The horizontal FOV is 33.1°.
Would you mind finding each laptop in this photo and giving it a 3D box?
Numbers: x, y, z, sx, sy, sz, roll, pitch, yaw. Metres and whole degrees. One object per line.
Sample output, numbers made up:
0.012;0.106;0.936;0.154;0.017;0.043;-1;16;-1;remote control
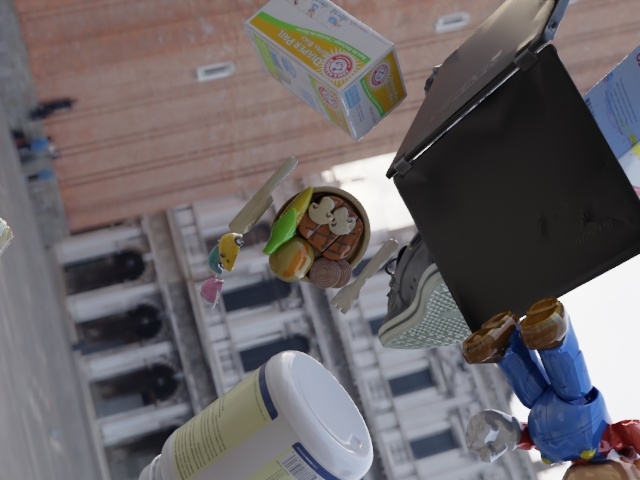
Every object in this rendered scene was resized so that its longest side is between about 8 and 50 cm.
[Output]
0.288;-0.142;1.460;0.382;0.236;0.408;-40;-162;55;laptop

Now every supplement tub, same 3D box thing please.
-0.105;0.353;1.717;0.235;0.325;0.235;48;15;-17;supplement tub

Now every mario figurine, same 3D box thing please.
0.280;0.233;1.186;0.320;0.170;0.198;57;-10;-6;mario figurine

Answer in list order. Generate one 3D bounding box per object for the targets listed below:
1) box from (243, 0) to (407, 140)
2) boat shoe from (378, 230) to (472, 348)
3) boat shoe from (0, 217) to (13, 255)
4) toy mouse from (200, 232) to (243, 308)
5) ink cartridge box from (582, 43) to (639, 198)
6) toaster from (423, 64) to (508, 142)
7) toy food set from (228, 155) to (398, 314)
0.008;-0.248;1.476;0.203;0.103;0.114;41;-13;30;box
0.213;0.085;1.952;0.500;0.187;0.156;106;-19;-66;boat shoe
-0.330;0.040;1.011;0.072;0.068;0.190;46;-46;-15;boat shoe
-0.157;0.044;1.631;0.143;0.031;0.161;130;-22;-57;toy mouse
0.434;-0.153;1.444;0.176;0.127;0.128;-46;-138;43;ink cartridge box
0.290;-0.233;2.077;0.129;0.146;0.227;112;-28;-76;toaster
0.000;0.000;1.284;0.192;0.132;0.038;37;7;-22;toy food set
